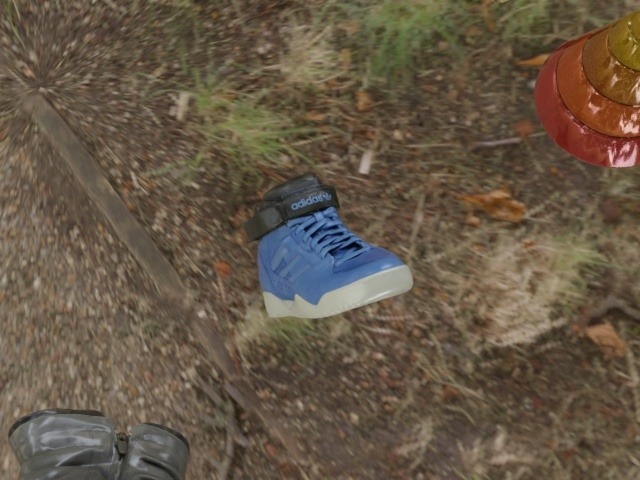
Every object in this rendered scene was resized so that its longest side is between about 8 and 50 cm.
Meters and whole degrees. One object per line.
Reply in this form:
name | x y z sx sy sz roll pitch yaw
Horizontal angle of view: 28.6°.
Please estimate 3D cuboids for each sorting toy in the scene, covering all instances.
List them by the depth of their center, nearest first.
sorting toy | 0.333 -0.065 0.927 0.365 0.126 0.127 36 69 11

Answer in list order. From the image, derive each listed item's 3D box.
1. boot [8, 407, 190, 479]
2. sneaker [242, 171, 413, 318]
boot | -0.253 0.236 1.093 0.338 0.223 0.118 20 115 -33
sneaker | -0.001 0.000 0.759 0.058 0.152 0.085 -15 92 -23
